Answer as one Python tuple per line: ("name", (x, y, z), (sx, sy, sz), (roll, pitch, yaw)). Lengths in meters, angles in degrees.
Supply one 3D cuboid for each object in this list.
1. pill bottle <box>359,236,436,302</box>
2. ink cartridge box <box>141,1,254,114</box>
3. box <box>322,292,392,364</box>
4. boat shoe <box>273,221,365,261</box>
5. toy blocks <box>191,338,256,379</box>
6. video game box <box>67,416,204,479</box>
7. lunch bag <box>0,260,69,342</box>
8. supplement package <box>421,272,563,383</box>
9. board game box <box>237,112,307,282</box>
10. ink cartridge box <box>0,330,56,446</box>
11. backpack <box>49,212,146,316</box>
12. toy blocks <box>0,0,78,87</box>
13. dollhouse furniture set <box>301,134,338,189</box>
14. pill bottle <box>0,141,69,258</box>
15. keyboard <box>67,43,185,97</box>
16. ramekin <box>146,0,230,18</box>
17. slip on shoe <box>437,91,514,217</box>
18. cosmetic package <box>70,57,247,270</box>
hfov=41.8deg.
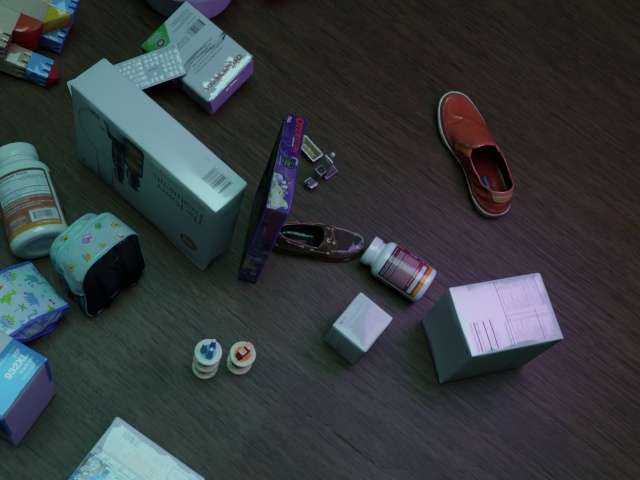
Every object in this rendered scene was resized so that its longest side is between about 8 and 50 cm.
("pill bottle", (0.165, 0.059, 1.796), (0.152, 0.086, 0.086), (34, 63, 4))
("ink cartridge box", (-0.274, -0.411, 1.899), (0.208, 0.087, 0.153), (41, 79, 8))
("box", (0.075, 0.181, 1.710), (0.087, 0.101, 0.102), (40, 64, 7))
("boat shoe", (0.000, 0.000, 1.796), (0.207, 0.073, 0.073), (2, 64, -13))
("toy blocks", (-0.182, 0.218, 1.610), (0.123, 0.148, 0.054), (-6, 67, -15))
("video game box", (-0.346, 0.456, 1.520), (0.205, 0.048, 0.187), (34, 61, 5))
("lunch bag", (-0.575, 0.124, 1.570), (0.129, 0.096, 0.151), (44, 25, 9))
("supplement package", (0.345, 0.181, 1.719), (0.203, 0.194, 0.149), (-8, 67, -17))
("board game box", (-0.100, -0.073, 1.652), (0.056, 0.347, 0.208), (18, 64, -7))
("ink cartridge box", (-0.636, 0.211, 1.470), (0.307, 0.223, 0.129), (30, 63, 2))
("backpack", (-0.431, 0.031, 1.619), (0.144, 0.188, 0.166), (44, 65, 9))
("toy blocks", (-0.661, -0.515, 1.848), (0.260, 0.191, 0.381), (20, 63, -16))
("dollhouse furniture set", (-0.020, -0.190, 1.872), (0.091, 0.081, 0.114), (-36, 78, -25))
("pill bottle", (-0.585, -0.082, 1.676), (0.121, 0.121, 0.216), (-17, 70, -19))
("keyboard", (-0.427, -0.357, 1.843), (0.256, 0.014, 0.072), (-19, 82, 2))
("ramekin", (-0.316, -0.643, 1.992), (0.272, 0.127, 0.273), (5, 64, -11))
("slip on shoe", (0.368, -0.216, 1.962), (0.123, 0.101, 0.331), (-11, 67, -15))
("cosmetic package", (-0.327, -0.140, 1.669), (0.377, 0.284, 0.097), (41, 65, 8))
